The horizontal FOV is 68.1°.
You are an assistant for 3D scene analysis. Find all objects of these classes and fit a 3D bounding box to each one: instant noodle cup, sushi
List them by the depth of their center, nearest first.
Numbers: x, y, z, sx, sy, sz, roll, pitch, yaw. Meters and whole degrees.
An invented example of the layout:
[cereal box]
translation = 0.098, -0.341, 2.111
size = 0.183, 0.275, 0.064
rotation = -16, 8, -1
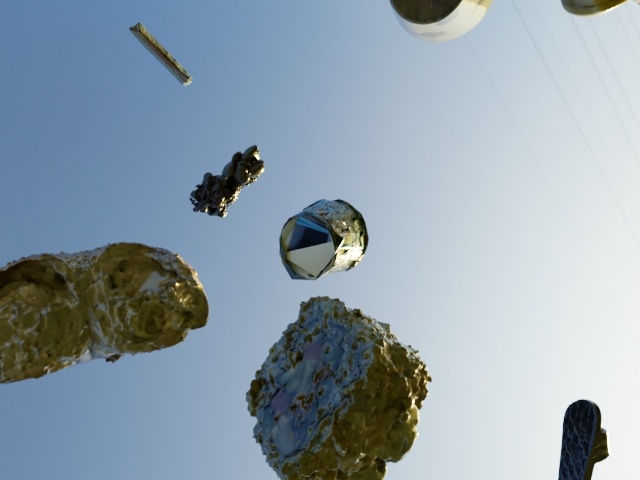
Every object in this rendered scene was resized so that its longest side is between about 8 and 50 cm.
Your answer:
[sushi]
translation = 0.035, 0.346, 1.055
size = 0.240, 0.351, 0.396
rotation = 36, -94, -35
[instant noodle cup]
translation = 0.000, 0.000, 1.347
size = 0.178, 0.240, 0.240
rotation = -22, -78, -62

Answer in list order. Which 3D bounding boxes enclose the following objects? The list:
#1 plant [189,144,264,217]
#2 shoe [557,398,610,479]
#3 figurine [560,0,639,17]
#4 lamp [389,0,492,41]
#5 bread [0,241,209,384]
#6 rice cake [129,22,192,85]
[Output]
[plant]
translation = -0.173, -0.108, 0.895
size = 0.174, 0.087, 0.085
rotation = -39, -76, 12
[shoe]
translation = 0.429, 0.339, 0.763
size = 0.049, 0.071, 0.179
rotation = 3, -82, -10
[figurine]
translation = 0.379, -0.361, 0.524
size = 0.215, 0.215, 0.228
rotation = -46, -44, -29
[lamp]
translation = 0.143, -0.295, 0.550
size = 0.214, 0.121, 0.121
rotation = -44, -64, -59
[bread]
translation = -0.309, 0.094, 0.691
size = 0.314, 0.192, 0.171
rotation = -13, -97, 0
[rice cake]
translation = -0.446, -0.523, 1.336
size = 0.207, 0.033, 0.033
rotation = 44, -145, -37
